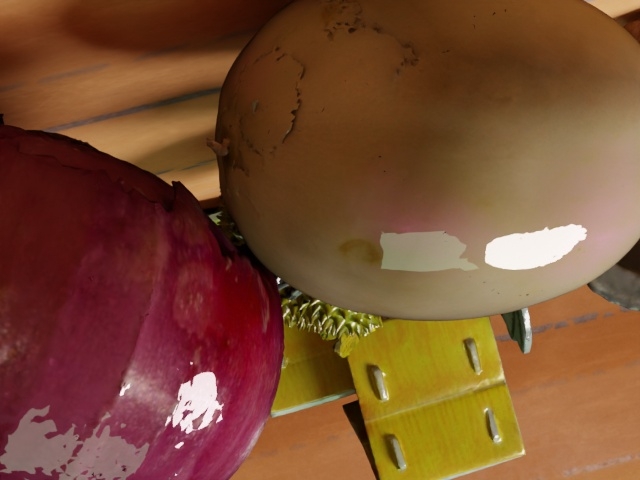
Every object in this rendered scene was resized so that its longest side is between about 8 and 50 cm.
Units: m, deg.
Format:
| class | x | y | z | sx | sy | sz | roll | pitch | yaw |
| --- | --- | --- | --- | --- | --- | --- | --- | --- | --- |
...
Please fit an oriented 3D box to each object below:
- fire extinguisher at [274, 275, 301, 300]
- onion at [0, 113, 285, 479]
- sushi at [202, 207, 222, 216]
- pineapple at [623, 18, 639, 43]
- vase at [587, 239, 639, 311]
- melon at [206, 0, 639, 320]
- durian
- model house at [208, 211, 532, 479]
| class | x | y | z | sx | sy | sz | roll | pitch | yaw |
| --- | --- | --- | --- | --- | --- | --- | --- | --- | --- |
| fire extinguisher | 0.031 | -0.026 | 1.078 | 0.294 | 0.093 | 0.118 | -41 | 178 | -45 |
| onion | -0.200 | 0.071 | 0.904 | 0.358 | 0.345 | 0.358 | 3 | 150 | 2 |
| sushi | -0.156 | 0.009 | 1.562 | 0.210 | 0.040 | 0.193 | -8 | 170 | -32 |
| pineapple | 0.287 | -0.152 | 1.145 | 0.116 | 0.069 | 0.137 | -11 | 173 | -20 |
| vase | 0.308 | -0.045 | 1.399 | 0.245 | 0.245 | 0.291 | -13 | 177 | -1 |
| melon | 0.080 | -0.061 | 0.896 | 0.317 | 0.223 | 0.223 | 0 | 166 | -30 |
| durian | -0.006 | -0.005 | 1.207 | 0.146 | 0.198 | 0.159 | -27 | 160 | 39 |
| model house | 0.052 | 0.081 | 1.412 | 0.300 | 0.323 | 0.340 | -17 | 154 | -7 |
